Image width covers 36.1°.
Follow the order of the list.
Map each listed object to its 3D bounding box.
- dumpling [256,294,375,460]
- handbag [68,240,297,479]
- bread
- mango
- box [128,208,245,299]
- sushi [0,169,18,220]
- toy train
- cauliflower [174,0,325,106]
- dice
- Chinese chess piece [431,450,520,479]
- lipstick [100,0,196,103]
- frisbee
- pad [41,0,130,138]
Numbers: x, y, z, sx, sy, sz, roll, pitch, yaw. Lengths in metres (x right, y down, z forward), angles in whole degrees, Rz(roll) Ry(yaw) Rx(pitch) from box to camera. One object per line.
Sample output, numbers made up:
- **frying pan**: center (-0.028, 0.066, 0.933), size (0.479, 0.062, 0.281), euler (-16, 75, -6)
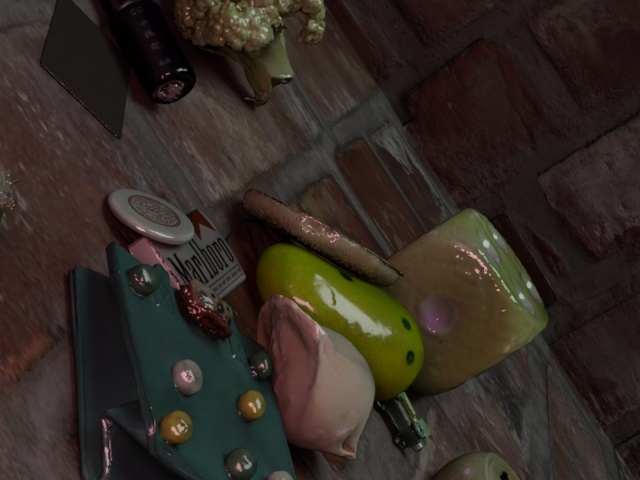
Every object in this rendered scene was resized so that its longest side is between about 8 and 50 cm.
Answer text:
- **dumpling**: center (-0.023, 0.154, 1.171), size (0.179, 0.131, 0.252), euler (46, -18, 40)
- **handbag**: center (-0.121, 0.155, 0.976), size (0.268, 0.100, 0.274), euler (40, 25, -41)
- **bread**: center (0.000, 0.000, 1.455), size (0.267, 0.041, 0.267), euler (29, -2, 1)
- **mango**: center (0.028, 0.114, 1.383), size (0.293, 0.143, 0.175), euler (40, 21, -20)
- **box**: center (-0.157, 0.029, 1.193), size (0.115, 0.036, 0.177), euler (55, 19, -3)
- **sushi**: center (-0.304, -0.019, 0.793), size (0.097, 0.103, 0.226), euler (28, 28, -26)
- **toy train**: center (0.127, 0.269, 1.524), size (0.122, 0.050, 0.081), euler (61, 14, 11)
- **cauliflower**: center (-0.102, -0.397, 1.679), size (0.281, 0.260, 0.327), euler (42, 44, -30)
- **dice**: center (0.229, 0.107, 1.719), size (0.252, 0.254, 0.249), euler (58, 18, 6)
- **Chinese chess piece**: center (0.269, 0.450, 1.517), size (0.250, 0.101, 0.250), euler (50, 21, -26)
- **lipstick**: center (-0.270, -0.326, 1.410), size (0.300, 0.081, 0.081), euler (59, 17, 21)
- **frisbee**: center (-0.197, -0.030, 1.146), size (0.110, 0.014, 0.110), euler (27, 18, -10)
- **pad**: center (-0.304, -0.235, 1.292), size (0.143, 0.003, 0.211), euler (46, 21, -32)
